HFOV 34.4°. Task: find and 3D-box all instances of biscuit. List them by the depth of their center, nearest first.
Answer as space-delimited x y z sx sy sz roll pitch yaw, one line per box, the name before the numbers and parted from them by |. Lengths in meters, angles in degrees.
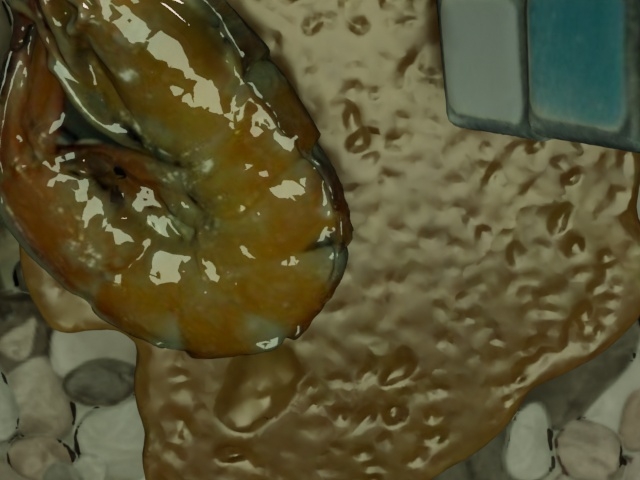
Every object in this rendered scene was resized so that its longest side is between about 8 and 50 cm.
biscuit | 0.000 0.000 0.576 0.312 0.057 0.351 43 102 -10

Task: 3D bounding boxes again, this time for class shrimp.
shrimp | -0.106 -0.071 0.495 0.164 0.062 0.316 -28 107 11

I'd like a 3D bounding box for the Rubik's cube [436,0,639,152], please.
Rubik's cube | 0.206 -0.173 0.381 0.256 0.253 0.258 -14 108 -28
